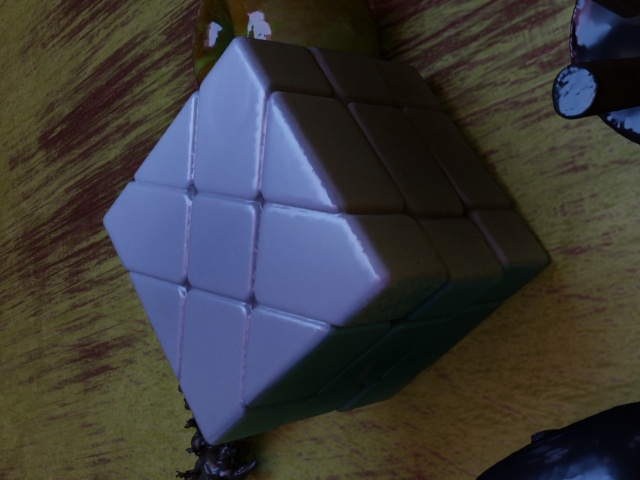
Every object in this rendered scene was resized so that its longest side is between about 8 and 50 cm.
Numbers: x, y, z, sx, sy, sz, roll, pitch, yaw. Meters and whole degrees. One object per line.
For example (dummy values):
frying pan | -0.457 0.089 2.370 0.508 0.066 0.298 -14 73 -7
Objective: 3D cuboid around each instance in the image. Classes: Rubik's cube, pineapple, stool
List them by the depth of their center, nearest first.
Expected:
stool | 0.323 -0.221 0.832 0.272 0.178 0.272 -6 81 46
Rubik's cube | 0.000 0.000 1.031 0.322 0.315 0.319 -45 63 32
pineapple | -0.136 0.237 1.299 0.175 0.175 0.361 44 132 38

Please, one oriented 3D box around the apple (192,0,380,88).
apple | -0.041 -0.253 1.180 0.246 0.226 0.246 -4 85 56

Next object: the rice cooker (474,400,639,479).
rice cooker | 0.281 0.270 0.796 0.224 0.267 0.267 -32 65 32
